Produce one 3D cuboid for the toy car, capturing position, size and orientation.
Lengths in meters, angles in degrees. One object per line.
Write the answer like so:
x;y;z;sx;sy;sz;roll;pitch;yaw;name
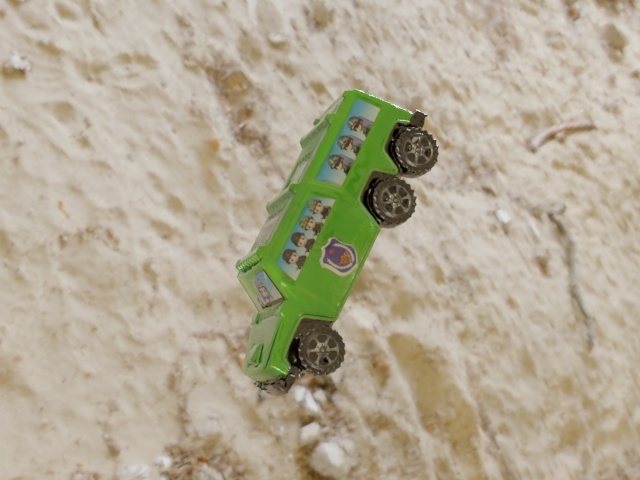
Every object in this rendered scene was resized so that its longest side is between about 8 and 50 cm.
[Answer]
0.000;0.000;0.498;0.062;0.071;0.165;29;73;-10;toy car
